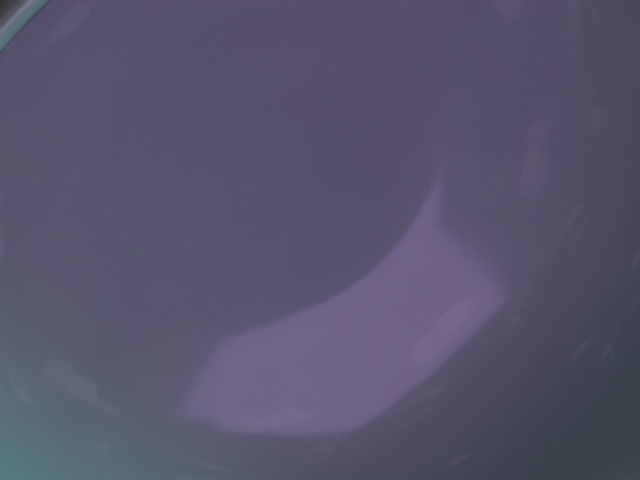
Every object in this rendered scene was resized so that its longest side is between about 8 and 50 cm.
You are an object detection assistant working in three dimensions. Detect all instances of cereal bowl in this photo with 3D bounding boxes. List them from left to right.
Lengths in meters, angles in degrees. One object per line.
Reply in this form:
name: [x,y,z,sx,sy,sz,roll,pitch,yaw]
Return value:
cereal bowl: [0.000,0.000,0.461,0.339,0.141,0.339,-12,124,-18]
